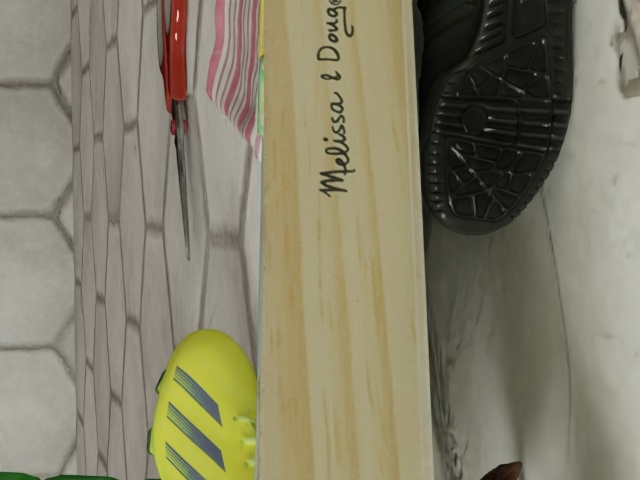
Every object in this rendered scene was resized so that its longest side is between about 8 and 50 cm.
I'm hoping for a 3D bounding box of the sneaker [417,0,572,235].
[{"bbox_3d":[0.057,-0.093,0.531,0.089,0.051,0.170,-130,46,-69],"label":"sneaker"}]

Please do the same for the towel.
[{"bbox_3d":[-0.054,-0.145,1.023,0.197,0.029,0.144,-128,38,-68],"label":"towel"}]

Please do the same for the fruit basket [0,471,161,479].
[{"bbox_3d":[-0.258,0.347,1.178,0.392,0.392,0.283,-137,48,-71],"label":"fruit basket"}]

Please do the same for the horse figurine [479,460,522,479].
[{"bbox_3d":[0.070,0.186,0.460,0.174,0.066,0.263,100,161,-63],"label":"horse figurine"}]

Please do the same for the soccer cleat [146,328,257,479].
[{"bbox_3d":[-0.049,0.186,0.959,0.121,0.093,0.289,-30,52,40],"label":"soccer cleat"}]

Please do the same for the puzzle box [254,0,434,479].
[{"bbox_3d":[0.000,0.000,0.580,0.272,0.052,0.409,93,176,-63],"label":"puzzle box"}]

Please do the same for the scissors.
[{"bbox_3d":[-0.135,-0.120,1.385,0.109,0.021,0.297,147,120,-71],"label":"scissors"}]
